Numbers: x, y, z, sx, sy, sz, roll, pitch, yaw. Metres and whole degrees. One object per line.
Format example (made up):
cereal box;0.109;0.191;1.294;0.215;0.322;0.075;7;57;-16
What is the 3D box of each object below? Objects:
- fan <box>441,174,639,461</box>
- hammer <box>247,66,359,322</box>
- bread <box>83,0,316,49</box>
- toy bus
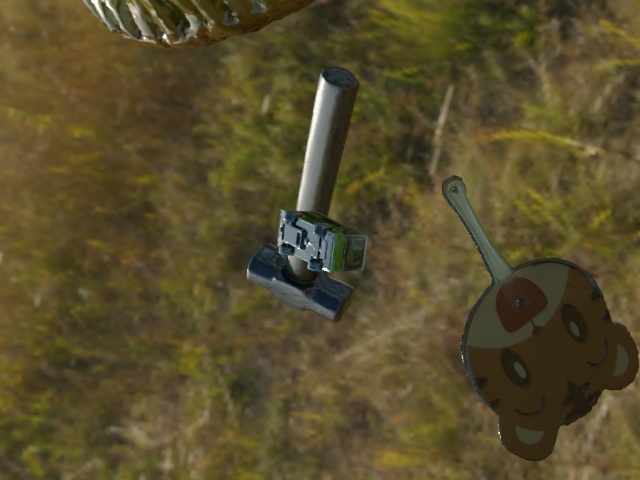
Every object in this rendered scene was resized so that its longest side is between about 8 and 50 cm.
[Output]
fan;0.156;0.050;1.146;0.226;0.152;0.008;58;157;-4
hammer;-0.003;-0.040;1.392;0.043;0.111;0.365;-56;-12;-31
bread;-0.051;-0.231;0.805;0.227;0.142;0.253;-8;44;39
toy bus;0.000;0.000;0.962;0.083;0.037;0.031;26;110;60
